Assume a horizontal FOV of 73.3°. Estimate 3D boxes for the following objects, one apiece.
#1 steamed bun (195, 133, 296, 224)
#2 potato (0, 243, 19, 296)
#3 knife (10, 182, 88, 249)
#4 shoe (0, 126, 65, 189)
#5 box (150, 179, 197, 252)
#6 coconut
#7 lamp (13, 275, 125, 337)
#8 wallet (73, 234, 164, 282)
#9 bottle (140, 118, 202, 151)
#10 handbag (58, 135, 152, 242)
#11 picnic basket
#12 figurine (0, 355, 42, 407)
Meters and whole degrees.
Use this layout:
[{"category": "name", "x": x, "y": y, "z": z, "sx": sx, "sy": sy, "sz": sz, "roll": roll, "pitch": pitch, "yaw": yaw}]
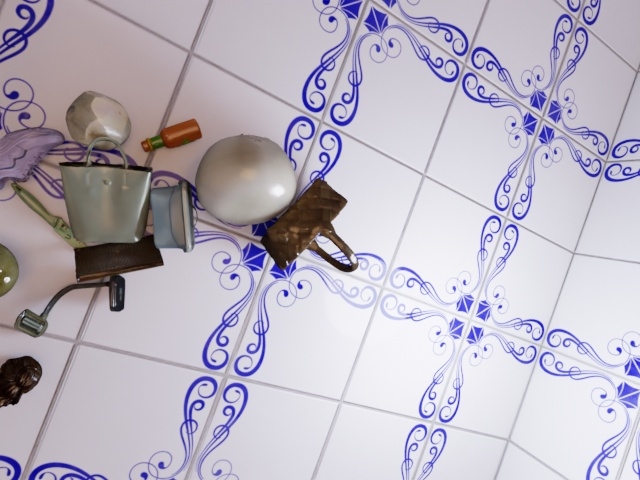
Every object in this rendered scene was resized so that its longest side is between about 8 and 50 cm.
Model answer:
[{"category": "steamed bun", "x": -0.230, "y": -0.168, "z": 1.353, "sx": 0.324, "sy": 0.324, "sz": 0.206, "roll": -1, "pitch": 65, "yaw": -22}, {"category": "potato", "x": -0.958, "y": 0.076, "z": 1.180, "sx": 0.235, "sy": 0.160, "sz": 0.178, "roll": 28, "pitch": 60, "yaw": -9}, {"category": "knife", "x": -0.804, "y": -0.061, "z": 1.296, "sx": 0.043, "sy": 0.020, "sz": 0.293, "roll": -43, "pitch": 110, "yaw": -15}, {"category": "shoe", "x": -0.847, "y": -0.235, "z": 1.222, "sx": 0.245, "sy": 0.095, "sz": 0.138, "roll": -21, "pitch": 106, "yaw": -16}, {"category": "box", "x": -0.457, "y": -0.076, "z": 1.366, "sx": 0.130, "sy": 0.162, "sz": 0.227, "roll": -2, "pitch": 97, "yaw": -12}, {"category": "coconut", "x": -0.648, "y": -0.347, "z": 1.242, "sx": 0.162, "sy": 0.161, "sz": 0.161, "roll": 24, "pitch": 86, "yaw": -61}, {"category": "lamp", "x": -0.729, "y": 0.181, "z": 1.265, "sx": 0.283, "sy": 0.203, "sz": 0.125, "roll": -17, "pitch": 83, "yaw": -16}, {"category": "wallet", "x": -0.622, "y": 0.055, "z": 1.330, "sx": 0.243, "sy": 0.133, "sz": 0.039, "roll": -13, "pitch": 139, "yaw": -25}, {"category": "bottle", "x": -0.478, "y": -0.330, "z": 1.376, "sx": 0.187, "sy": 0.069, "sz": 0.069, "roll": -24, "pitch": 105, "yaw": -17}, {"category": "handbag", "x": -0.619, "y": -0.141, "z": 1.253, "sx": 0.241, "sy": 0.109, "sz": 0.315, "roll": 0, "pitch": 124, "yaw": -24}, {"category": "picnic basket", "x": 0.000, "y": 0.000, "z": 1.478, "sx": 0.337, "sy": 0.293, "sz": 0.337, "roll": 2, "pitch": 80, "yaw": -13}, {"category": "figurine", "x": -0.966, "y": 0.454, "z": 1.236, "sx": 0.315, "sy": 0.168, "sz": 0.187, "roll": -36, "pitch": 97, "yaw": -24}]
